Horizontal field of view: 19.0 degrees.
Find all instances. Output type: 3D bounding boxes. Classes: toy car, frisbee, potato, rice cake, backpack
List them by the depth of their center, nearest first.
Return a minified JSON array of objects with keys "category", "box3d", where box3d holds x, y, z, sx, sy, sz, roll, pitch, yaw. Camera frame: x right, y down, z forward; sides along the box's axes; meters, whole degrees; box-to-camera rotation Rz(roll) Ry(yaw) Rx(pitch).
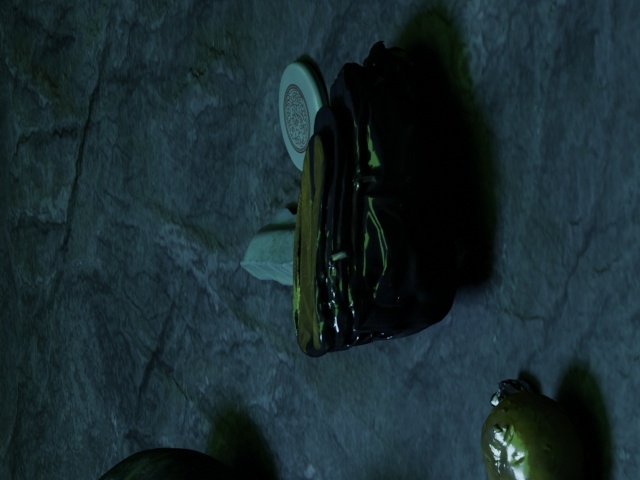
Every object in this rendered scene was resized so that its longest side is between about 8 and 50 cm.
[{"category":"potato","box3d":[0.157,0.177,1.413,0.091,0.070,0.138,-143,48,-59]},{"category":"toy car","box3d":[0.150,0.154,1.484,0.041,0.025,0.093,-151,59,-66]},{"category":"backpack","box3d":[0.043,-0.036,1.570,0.206,0.133,0.258,157,111,-77]},{"category":"rice cake","box3d":[-0.002,0.003,1.799,0.081,0.051,0.290,-66,19,-12]},{"category":"frisbee","box3d":[-0.017,-0.118,1.832,0.110,0.014,0.110,172,90,-68]}]

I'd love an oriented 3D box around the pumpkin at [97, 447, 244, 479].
[{"category":"pumpkin","box3d":[-0.153,0.379,2.096,0.300,0.207,0.300,-4,85,57]}]
